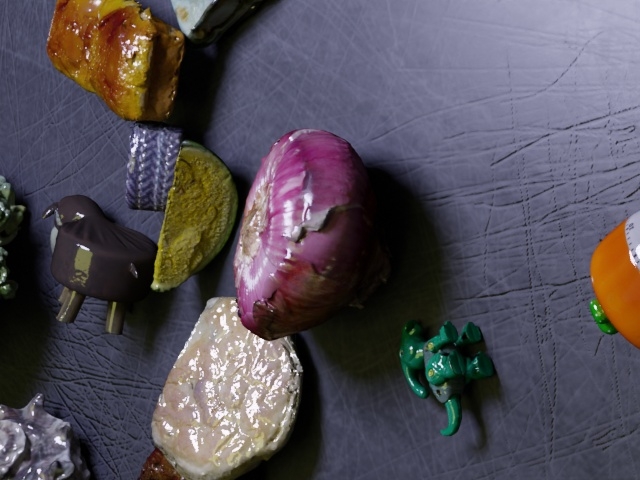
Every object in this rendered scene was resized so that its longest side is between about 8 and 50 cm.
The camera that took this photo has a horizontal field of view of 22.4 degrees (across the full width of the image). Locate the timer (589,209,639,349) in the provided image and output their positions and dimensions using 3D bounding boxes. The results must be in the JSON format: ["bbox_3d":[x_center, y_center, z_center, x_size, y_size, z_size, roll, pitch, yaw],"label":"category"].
[{"bbox_3d":[0.297,0.046,1.455,0.136,0.099,0.136,-7,82,55],"label":"timer"}]

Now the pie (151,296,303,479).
[{"bbox_3d":[-0.100,0.174,1.812,0.185,0.052,0.218,24,86,41],"label":"pie"}]

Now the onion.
[{"bbox_3d":[0.000,0.000,1.695,0.230,0.163,0.230,-167,90,-82],"label":"onion"}]

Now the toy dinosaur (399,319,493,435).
[{"bbox_3d":[0.122,0.134,1.644,0.096,0.059,0.132,-36,58,46],"label":"toy dinosaur"}]

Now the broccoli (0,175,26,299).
[{"bbox_3d":[-0.546,0.039,2.088,0.334,0.324,0.272,-79,4,-48],"label":"broccoli"}]

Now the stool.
[{"bbox_3d":[-0.278,0.026,1.962,0.217,0.125,0.121,38,117,46],"label":"stool"}]

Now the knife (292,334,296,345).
[{"bbox_3d":[-0.035,0.150,1.815,0.014,0.005,0.091,13,98,43],"label":"knife"}]

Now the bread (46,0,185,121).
[{"bbox_3d":[-0.249,-0.237,1.929,0.271,0.077,0.139,39,121,52],"label":"bread"}]

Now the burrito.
[{"bbox_3d":[-0.146,-0.349,1.863,0.144,0.089,0.229,-39,67,31],"label":"burrito"}]

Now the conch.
[{"bbox_3d":[-0.413,0.305,2.057,0.313,0.186,0.240,-8,57,60],"label":"conch"}]

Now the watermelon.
[{"bbox_3d":[-0.153,-0.038,1.869,0.075,0.092,0.181,38,123,51],"label":"watermelon"}]

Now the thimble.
[{"bbox_3d":[-0.194,-0.088,1.895,0.095,0.066,0.104,-89,6,-68],"label":"thimble"}]

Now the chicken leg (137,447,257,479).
[{"bbox_3d":[-0.166,0.284,1.908,0.253,0.051,0.106,-12,87,45],"label":"chicken leg"}]
